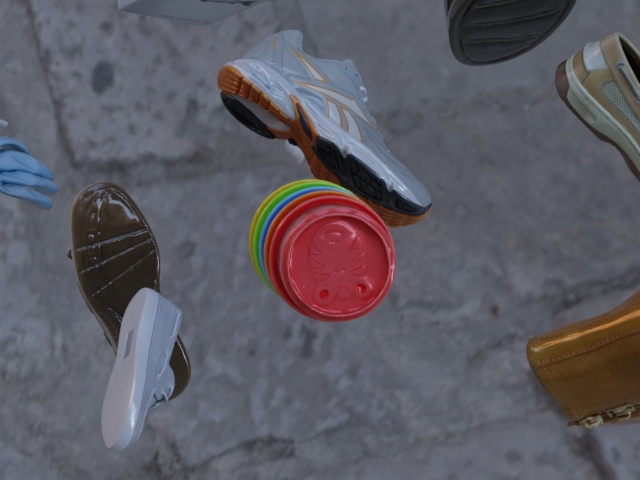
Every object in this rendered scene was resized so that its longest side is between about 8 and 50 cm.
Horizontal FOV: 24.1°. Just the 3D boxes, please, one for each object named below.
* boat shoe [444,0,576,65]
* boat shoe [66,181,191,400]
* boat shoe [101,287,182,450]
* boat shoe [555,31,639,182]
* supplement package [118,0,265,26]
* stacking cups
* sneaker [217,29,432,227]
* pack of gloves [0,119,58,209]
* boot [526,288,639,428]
[{"bbox_3d":[0.155,-0.259,1.242,0.111,0.307,0.104,-11,66,-8],"label":"boat shoe"},{"bbox_3d":[-0.241,0.061,1.803,0.104,0.089,0.285,-21,110,-20],"label":"boat shoe"},{"bbox_3d":[-0.178,0.137,1.540,0.063,0.066,0.184,27,44,-26],"label":"boat shoe"},{"bbox_3d":[0.258,-0.077,1.090,0.190,0.072,0.068,37,40,-20],"label":"boat shoe"},{"bbox_3d":[-0.083,-0.261,1.277,0.105,0.179,0.105,3,79,-42],"label":"supplement package"},{"bbox_3d":[0.000,0.000,0.967,0.096,0.316,0.096,0,90,-2],"label":"stacking cups"},{"bbox_3d":[0.025,-0.128,1.563,0.262,0.099,0.121,40,64,5],"label":"sneaker"},{"bbox_3d":[-0.278,-0.105,0.994,0.232,0.046,0.195,14,25,-52],"label":"pack of gloves"},{"bbox_3d":[0.288,0.094,1.075,0.295,0.211,0.104,33,44,-47],"label":"boot"}]
